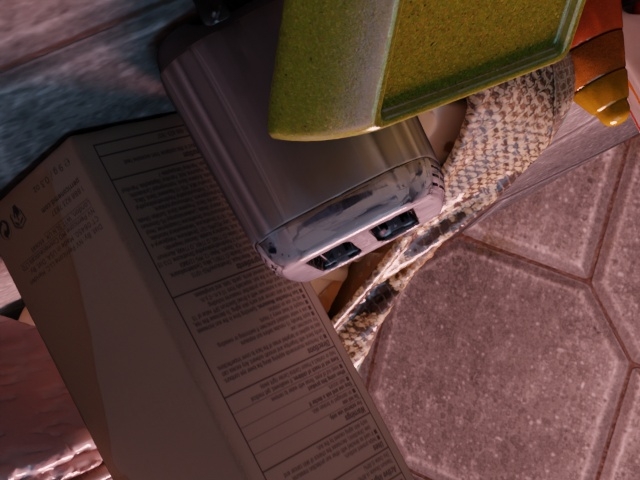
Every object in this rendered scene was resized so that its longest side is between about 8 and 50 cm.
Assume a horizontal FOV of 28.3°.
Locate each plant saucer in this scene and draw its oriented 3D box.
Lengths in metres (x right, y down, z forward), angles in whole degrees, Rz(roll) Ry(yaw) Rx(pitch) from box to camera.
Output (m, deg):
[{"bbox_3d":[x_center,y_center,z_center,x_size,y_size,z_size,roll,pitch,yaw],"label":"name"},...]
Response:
[{"bbox_3d":[0.072,-0.132,0.598,0.188,0.045,0.188,-23,144,-28],"label":"plant saucer"}]

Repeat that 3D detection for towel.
[{"bbox_3d":[-0.295,0.134,0.907,0.317,0.053,0.332,12,-161,38],"label":"towel"}]

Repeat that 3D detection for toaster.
[{"bbox_3d":[-0.005,-0.063,0.746,0.129,0.146,0.227,-28,173,3],"label":"toaster"}]

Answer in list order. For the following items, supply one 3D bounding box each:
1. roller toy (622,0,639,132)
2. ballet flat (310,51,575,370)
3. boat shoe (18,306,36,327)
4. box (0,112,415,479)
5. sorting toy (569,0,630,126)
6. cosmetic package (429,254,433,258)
[{"bbox_3d":[0.369,-0.164,1.217,0.146,0.191,0.209,-26,150,9],"label":"roller toy"},{"bbox_3d":[0.000,0.000,1.014,0.182,0.164,0.483,9,129,-45],"label":"ballet flat"},{"bbox_3d":[-0.309,0.134,1.335,0.302,0.098,0.109,-38,-149,58],"label":"boat shoe"},{"bbox_3d":[-0.077,0.080,0.846,0.121,0.311,0.148,-33,170,39],"label":"box"},{"bbox_3d":[0.135,-0.098,1.108,0.127,0.126,0.365,-20,169,-47],"label":"sorting toy"},{"bbox_3d":[-0.019,0.008,1.304,0.153,0.129,0.296,-29,173,28],"label":"cosmetic package"}]
